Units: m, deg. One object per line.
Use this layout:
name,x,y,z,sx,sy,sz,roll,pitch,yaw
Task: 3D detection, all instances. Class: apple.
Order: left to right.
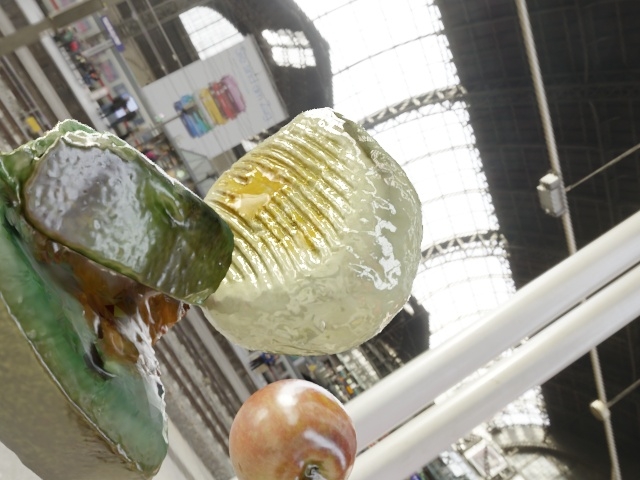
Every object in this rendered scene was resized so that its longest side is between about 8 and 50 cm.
apple,-0.039,0.306,0.832,0.188,0.188,0.174,63,-15,-19

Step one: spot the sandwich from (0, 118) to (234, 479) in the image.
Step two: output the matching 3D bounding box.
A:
sandwich,-0.146,0.014,0.426,0.301,0.161,0.251,-102,171,-74

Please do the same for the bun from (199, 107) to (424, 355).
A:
bun,0.000,0.000,0.521,0.153,0.244,0.244,36,8,-43
